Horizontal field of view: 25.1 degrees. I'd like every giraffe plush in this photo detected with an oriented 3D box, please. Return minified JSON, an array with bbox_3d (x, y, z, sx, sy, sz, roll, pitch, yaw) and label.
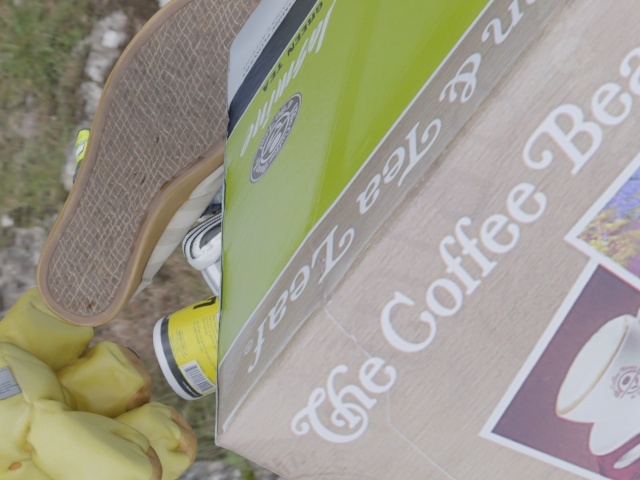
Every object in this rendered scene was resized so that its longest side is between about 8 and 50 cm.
[{"bbox_3d":[-0.211,0.148,0.929,0.181,0.210,0.170,47,107,24],"label":"giraffe plush"}]

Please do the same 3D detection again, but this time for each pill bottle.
[{"bbox_3d":[-0.100,0.118,1.859,0.208,0.119,0.119,-23,83,15],"label":"pill bottle"}]

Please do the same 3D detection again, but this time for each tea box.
[{"bbox_3d":[0.138,-0.080,0.522,0.220,0.323,0.329,31,114,-17],"label":"tea box"}]

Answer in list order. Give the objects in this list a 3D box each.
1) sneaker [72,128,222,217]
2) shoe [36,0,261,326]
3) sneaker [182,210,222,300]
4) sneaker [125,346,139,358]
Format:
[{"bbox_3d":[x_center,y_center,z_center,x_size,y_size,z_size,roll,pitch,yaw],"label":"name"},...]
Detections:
[{"bbox_3d":[-0.182,-0.056,1.860,0.300,0.111,0.121,10,68,6],"label":"sneaker"},{"bbox_3d":[-0.083,-0.050,0.755,0.076,0.058,0.219,37,115,3],"label":"shoe"},{"bbox_3d":[0.000,0.000,1.258,0.229,0.086,0.132,-31,103,-17],"label":"sneaker"},{"bbox_3d":[-0.233,0.146,1.380,0.077,0.178,0.072,-15,84,22],"label":"sneaker"}]
